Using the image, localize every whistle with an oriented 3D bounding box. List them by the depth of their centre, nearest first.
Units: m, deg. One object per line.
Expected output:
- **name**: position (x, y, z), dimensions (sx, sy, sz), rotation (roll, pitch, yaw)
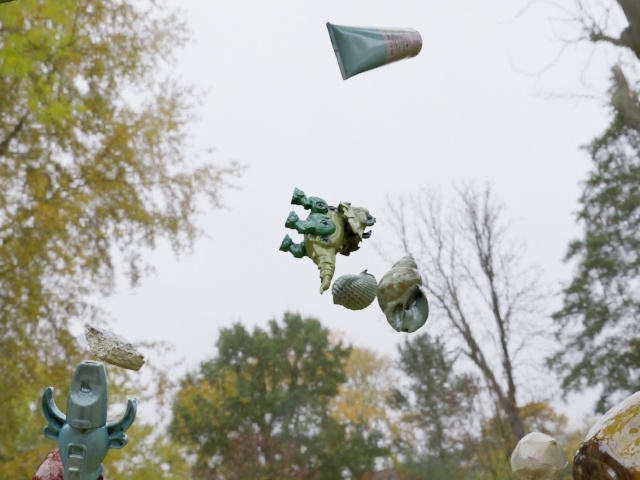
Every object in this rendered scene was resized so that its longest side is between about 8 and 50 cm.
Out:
- **whistle**: position (-0.460, 0.369, 1.476), dimensions (0.186, 0.273, 0.093), rotation (8, 7, 3)

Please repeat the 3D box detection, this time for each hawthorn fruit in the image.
- **hawthorn fruit**: position (-0.568, 0.567, 1.739), dimensions (0.194, 0.157, 0.157), rotation (22, -22, 9)

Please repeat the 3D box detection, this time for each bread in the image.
- **bread**: position (-0.293, 0.152, 1.073), dimensions (0.083, 0.035, 0.070), rotation (27, -4, 45)

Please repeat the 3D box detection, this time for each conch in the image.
- **conch**: position (0.059, 0.092, 1.364), dimensions (0.085, 0.076, 0.057), rotation (-46, -12, 27)
- **conch**: position (0.186, 0.127, 1.717), dimensions (0.116, 0.172, 0.106), rotation (-34, -16, 24)

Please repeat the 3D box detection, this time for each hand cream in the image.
- **hand cream**: position (0.106, -0.383, 1.514), dimensions (0.070, 0.111, 0.312), rotation (-11, 7, 38)

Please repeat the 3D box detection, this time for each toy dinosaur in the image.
- **toy dinosaur**: position (0.000, 0.000, 1.266), dimensions (0.153, 0.259, 0.094), rotation (17, -53, 6)

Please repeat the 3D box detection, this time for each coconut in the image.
- **coconut**: position (0.469, 0.464, 1.603), dimensions (0.110, 0.110, 0.124), rotation (0, -47, -23)

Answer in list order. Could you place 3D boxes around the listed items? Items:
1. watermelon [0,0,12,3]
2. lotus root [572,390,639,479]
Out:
- **watermelon**: position (-0.641, -0.530, 1.407), dimensions (0.304, 0.159, 0.128), rotation (-21, -41, -26)
- **lotus root**: position (0.340, 0.233, 0.702), dimensions (0.180, 0.199, 0.188), rotation (-2, -53, -16)
